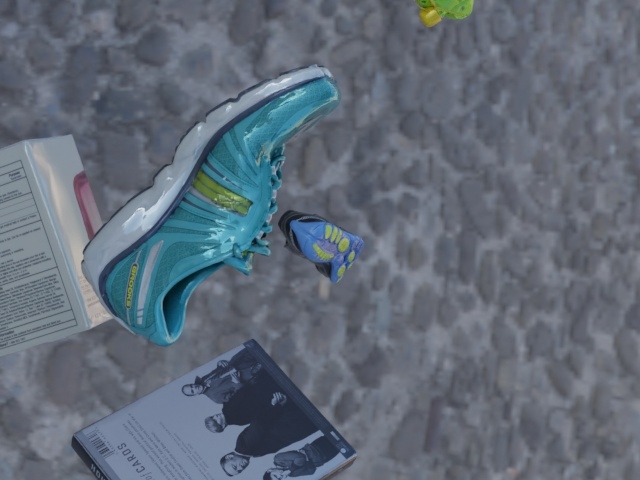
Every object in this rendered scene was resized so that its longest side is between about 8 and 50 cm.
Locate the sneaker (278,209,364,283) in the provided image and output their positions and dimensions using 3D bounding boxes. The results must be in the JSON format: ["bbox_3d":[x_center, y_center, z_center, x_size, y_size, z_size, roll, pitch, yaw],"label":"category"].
[{"bbox_3d":[0.000,0.000,1.701,0.067,0.078,0.188,-54,157,-1],"label":"sneaker"}]

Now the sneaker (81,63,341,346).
[{"bbox_3d":[-0.073,-0.029,1.133,0.275,0.110,0.107,-48,162,14],"label":"sneaker"}]

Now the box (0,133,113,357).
[{"bbox_3d":[-0.345,0.006,1.640,0.127,0.149,0.232,-26,98,-71],"label":"box"}]

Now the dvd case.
[{"bbox_3d":[-0.106,0.214,1.404,0.239,0.179,0.029,-27,152,-35],"label":"dvd case"}]

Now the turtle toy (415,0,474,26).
[{"bbox_3d":[0.145,-0.296,1.583,0.095,0.066,0.130,-30,142,6],"label":"turtle toy"}]
